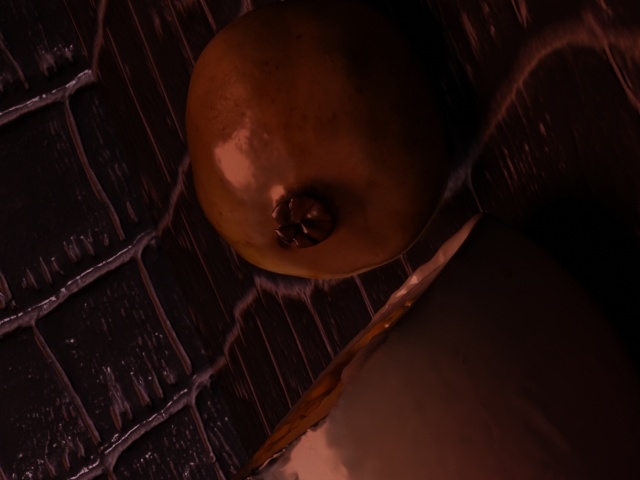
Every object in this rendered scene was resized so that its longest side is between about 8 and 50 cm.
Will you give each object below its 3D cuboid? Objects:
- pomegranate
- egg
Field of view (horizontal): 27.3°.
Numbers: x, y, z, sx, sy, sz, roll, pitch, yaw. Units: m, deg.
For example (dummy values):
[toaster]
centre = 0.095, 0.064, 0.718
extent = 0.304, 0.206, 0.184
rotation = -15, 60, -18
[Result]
[pomegranate]
centre = -0.007, -0.105, 1.346
extent = 0.307, 0.307, 0.307
rotation = 57, 160, 33
[egg]
centre = 0.150, 0.204, 1.154
extent = 0.340, 0.354, 0.354
rotation = 43, 162, 0
